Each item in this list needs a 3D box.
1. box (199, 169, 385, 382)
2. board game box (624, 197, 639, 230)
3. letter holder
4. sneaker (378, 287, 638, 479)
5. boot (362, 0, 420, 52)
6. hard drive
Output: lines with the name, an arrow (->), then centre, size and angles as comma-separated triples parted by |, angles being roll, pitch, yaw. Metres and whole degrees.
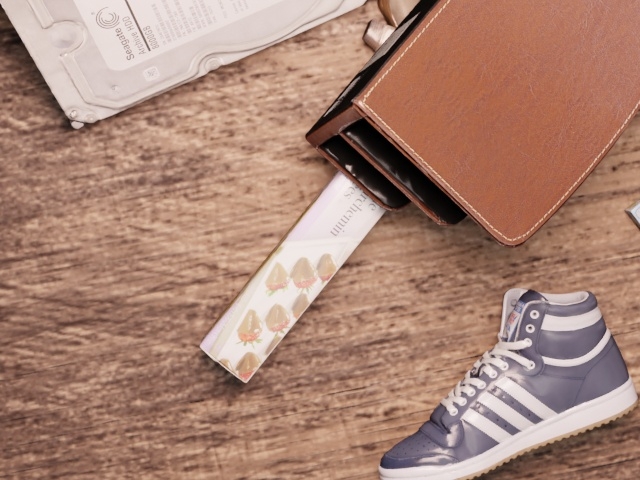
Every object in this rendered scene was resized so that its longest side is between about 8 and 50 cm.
box -> 0.000, 0.000, 1.425 | 0.063, 0.067, 0.324 | 39, 93, -6
board game box -> 0.407, -0.004, 1.464 | 0.103, 0.026, 0.154 | -39, 96, 0
letter holder -> 0.173, -0.150, 1.337 | 0.214, 0.152, 0.302 | 42, 72, -8
sneaker -> 0.175, 0.144, 1.427 | 0.282, 0.099, 0.153 | -20, 100, -8
boot -> 0.099, -0.227, 1.426 | 0.087, 0.042, 0.118 | 24, 94, -11
hard drive -> -0.130, -0.263, 1.327 | 0.339, 0.064, 0.237 | -23, 138, -1
